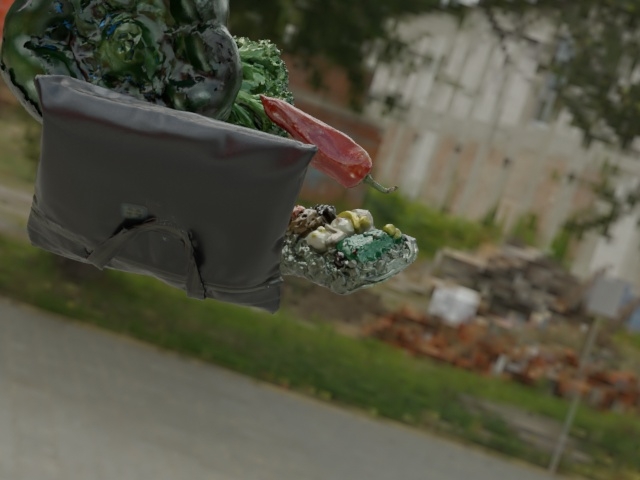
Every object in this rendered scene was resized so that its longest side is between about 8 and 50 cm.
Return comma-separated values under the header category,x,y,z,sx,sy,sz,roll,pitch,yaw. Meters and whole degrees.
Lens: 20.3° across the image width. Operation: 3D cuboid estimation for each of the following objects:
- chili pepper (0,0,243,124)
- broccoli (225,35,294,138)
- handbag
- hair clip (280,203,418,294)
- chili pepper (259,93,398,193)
category,x,y,z,sx,sy,sz,roll,pitch,yaw
chili pepper,-0.200,-0.182,1.870,0.248,0.233,0.257,-17,-2,1
broccoli,-0.154,-0.181,2.127,0.254,0.269,0.269,9,-1,25
handbag,-0.140,-0.037,1.605,0.254,0.211,0.089,14,43,2
hair clip,0.000,-0.002,2.357,0.138,0.091,0.321,-26,15,-26
chili pepper,0.005,-0.106,2.037,0.191,0.050,0.059,36,22,-1
